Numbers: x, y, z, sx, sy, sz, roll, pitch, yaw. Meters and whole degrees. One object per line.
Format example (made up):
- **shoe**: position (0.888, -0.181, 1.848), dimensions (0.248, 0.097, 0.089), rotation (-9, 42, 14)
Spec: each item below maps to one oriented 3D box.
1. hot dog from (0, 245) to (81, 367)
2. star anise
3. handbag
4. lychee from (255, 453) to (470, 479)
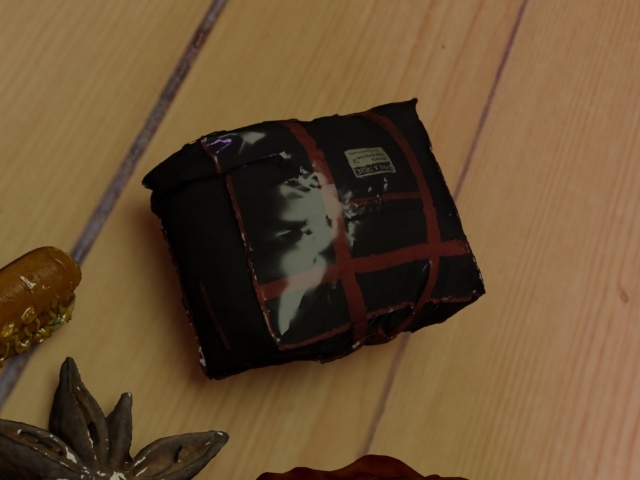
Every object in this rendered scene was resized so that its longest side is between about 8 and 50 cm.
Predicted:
- **hot dog**: position (-0.217, 0.062, 0.852), dimensions (0.045, 0.071, 0.165), rotation (43, 51, 11)
- **star anise**: position (-0.140, 0.160, 0.855), dimensions (0.195, 0.065, 0.182), rotation (-21, 73, -32)
- **handbag**: position (0.000, 0.000, 0.960), dimensions (0.215, 0.155, 0.169), rotation (-12, 79, -37)
- **lychee**: position (0.014, 0.311, 0.653), dimensions (0.500, 0.425, 0.424), rotation (42, 47, -39)
